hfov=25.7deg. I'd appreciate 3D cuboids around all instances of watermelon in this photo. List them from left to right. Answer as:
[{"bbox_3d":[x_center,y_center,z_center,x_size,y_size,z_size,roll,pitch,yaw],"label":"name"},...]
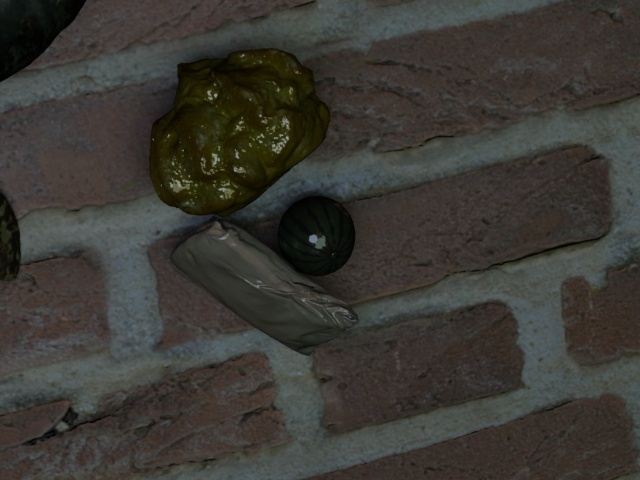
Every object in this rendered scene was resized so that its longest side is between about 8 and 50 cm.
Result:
[{"bbox_3d":[0.000,0.000,1.860,0.105,0.133,0.105,-12,123,-18],"label":"watermelon"}]

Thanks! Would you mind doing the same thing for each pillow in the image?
[{"bbox_3d":[-0.072,0.065,1.856,0.270,0.173,0.067,35,58,-21],"label":"pillow"}]

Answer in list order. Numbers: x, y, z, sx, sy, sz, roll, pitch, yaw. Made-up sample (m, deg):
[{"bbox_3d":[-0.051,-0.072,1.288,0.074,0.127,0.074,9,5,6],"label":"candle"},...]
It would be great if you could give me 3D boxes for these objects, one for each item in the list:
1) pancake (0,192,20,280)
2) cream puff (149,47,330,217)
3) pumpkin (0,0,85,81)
[{"bbox_3d":[-0.442,0.019,1.753,0.190,0.020,0.184,53,54,-51],"label":"pancake"},{"bbox_3d":[-0.102,-0.135,1.747,0.244,0.244,0.196,-12,97,-11],"label":"cream puff"},{"bbox_3d":[-0.453,-0.369,1.510,0.454,0.344,0.455,-2,94,-26],"label":"pumpkin"}]
